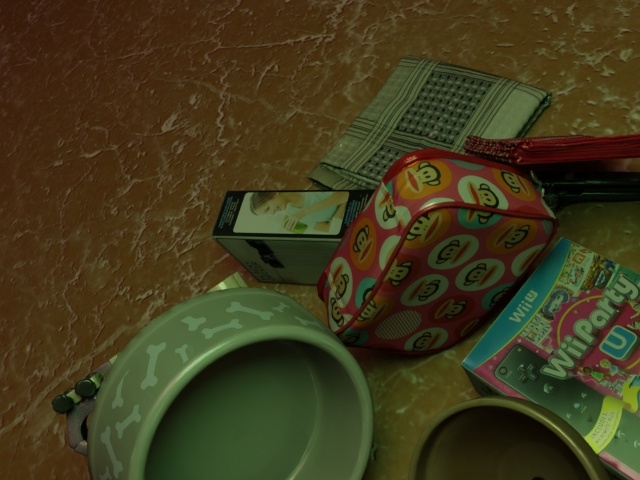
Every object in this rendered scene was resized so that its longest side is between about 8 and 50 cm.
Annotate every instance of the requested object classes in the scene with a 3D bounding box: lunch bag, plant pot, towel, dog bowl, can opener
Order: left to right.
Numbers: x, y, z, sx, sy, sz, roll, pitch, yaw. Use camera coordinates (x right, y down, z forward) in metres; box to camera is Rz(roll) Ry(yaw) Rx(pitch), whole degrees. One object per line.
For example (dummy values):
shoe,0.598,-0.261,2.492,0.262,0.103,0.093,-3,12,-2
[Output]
dog bowl,-0.087,0.234,0.832,0.348,0.349,0.102,-52,31,-12
towel,0.170,-0.173,1.189,0.312,0.056,0.324,28,75,37
lunch bag,0.159,0.030,0.905,0.293,0.258,0.120,-59,35,39
plant pot,0.225,0.286,0.787,0.237,0.110,0.237,0,90,43
towel,0.319,-0.129,0.951,0.199,0.031,0.275,-3,10,-2
can opener,0.386,-0.079,1.013,0.186,0.059,0.073,0,58,27

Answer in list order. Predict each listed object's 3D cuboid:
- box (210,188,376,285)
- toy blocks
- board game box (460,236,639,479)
box,0.000,0.000,1.088,0.290,0.169,0.087,3,63,27
toy blocks,-0.148,0.222,0.964,0.289,0.309,0.260,-34,92,-8
board game box,0.359,0.162,0.842,0.303,0.097,0.224,32,77,39
